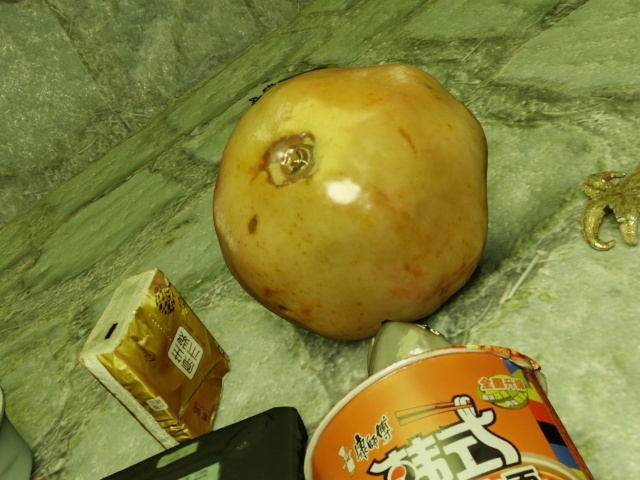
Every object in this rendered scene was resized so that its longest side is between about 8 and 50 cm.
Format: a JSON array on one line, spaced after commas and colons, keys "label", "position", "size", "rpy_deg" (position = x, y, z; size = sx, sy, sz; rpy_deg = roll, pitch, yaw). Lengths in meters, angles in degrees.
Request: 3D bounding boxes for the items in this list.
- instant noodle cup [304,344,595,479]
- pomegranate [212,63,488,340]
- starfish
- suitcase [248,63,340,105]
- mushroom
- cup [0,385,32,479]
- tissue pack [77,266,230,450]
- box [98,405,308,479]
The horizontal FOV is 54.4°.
[{"label": "instant noodle cup", "position": [0.131, 0.240, 0.524], "size": [0.251, 0.250, 0.192], "rpy_deg": [-30, 39, 2]}, {"label": "pomegranate", "position": [0.045, -0.050, 0.907], "size": [0.412, 0.411, 0.411], "rpy_deg": [-23, 31, 15]}, {"label": "starfish", "position": [0.431, -0.071, 0.878], "size": [0.150, 0.053, 0.209], "rpy_deg": [16, 52, 46]}, {"label": "suitcase", "position": [-0.025, -0.310, 1.501], "size": [0.235, 0.193, 0.143], "rpy_deg": [-9, 27, 33]}, {"label": "mushroom", "position": [0.113, 0.172, 0.673], "size": [0.141, 0.188, 0.117], "rpy_deg": [-5, 43, 40]}, {"label": "cup", "position": [-0.604, 0.409, 0.993], "size": [0.348, 0.163, 0.347], "rpy_deg": [-23, 30, 15]}, {"label": "tissue pack", "position": [-0.237, 0.181, 0.935], "size": [0.092, 0.226, 0.183], "rpy_deg": [-19, 32, 23]}, {"label": "box", "position": [-0.176, 0.348, 0.710], "size": [0.360, 0.090, 0.350], "rpy_deg": [-24, 17, 3]}]
